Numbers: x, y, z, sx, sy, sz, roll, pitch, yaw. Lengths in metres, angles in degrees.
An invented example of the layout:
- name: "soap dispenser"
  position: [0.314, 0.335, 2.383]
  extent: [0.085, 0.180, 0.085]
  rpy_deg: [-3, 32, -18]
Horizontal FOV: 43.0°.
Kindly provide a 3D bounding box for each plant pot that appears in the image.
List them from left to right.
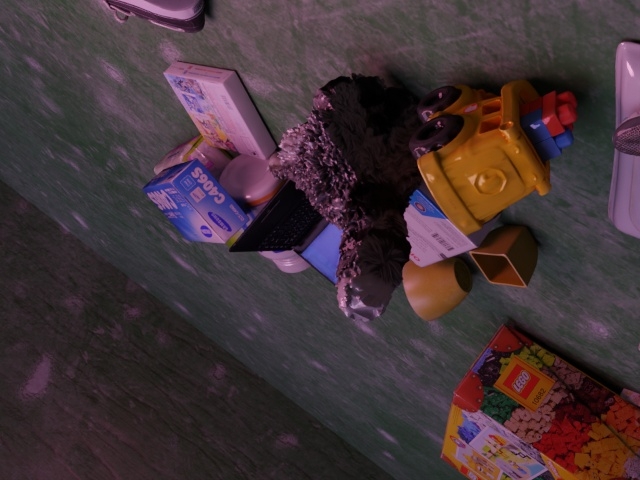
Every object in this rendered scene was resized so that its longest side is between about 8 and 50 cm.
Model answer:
- name: "plant pot"
  position: [0.236, 0.080, 1.574]
  extent: [0.095, 0.134, 0.134]
  rpy_deg: [-21, 121, 35]
- name: "plant pot"
  position: [0.318, 0.019, 1.367]
  extent: [0.081, 0.083, 0.081]
  rpy_deg: [6, 141, 53]

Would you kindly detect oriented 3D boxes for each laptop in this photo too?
- name: "laptop"
  position: [0.000, 0.000, 1.606]
  extent: [0.234, 0.264, 0.136]
  rpy_deg: [-47, 58, 36]

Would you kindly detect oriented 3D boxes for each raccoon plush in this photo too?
- name: "raccoon plush"
  position: [0.002, -0.059, 1.289]
  extent: [0.216, 0.446, 0.299]
  rpy_deg: [30, 146, -15]

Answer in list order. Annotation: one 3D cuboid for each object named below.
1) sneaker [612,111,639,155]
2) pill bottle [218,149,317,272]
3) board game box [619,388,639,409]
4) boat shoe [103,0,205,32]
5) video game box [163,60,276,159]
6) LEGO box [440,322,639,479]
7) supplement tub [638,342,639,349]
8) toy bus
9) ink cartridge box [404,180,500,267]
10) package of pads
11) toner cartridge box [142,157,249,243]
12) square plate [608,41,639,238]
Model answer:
- name: "sneaker"
  position: [0.397, -0.103, 0.906]
  extent: [0.166, 0.076, 0.065]
  rpy_deg: [10, 143, 49]
- name: "pill bottle"
  position: [-0.097, -0.055, 1.756]
  extent: [0.152, 0.152, 0.272]
  rpy_deg: [20, 151, 38]
- name: "board game box"
  position: [0.655, 0.345, 1.553]
  extent: [0.154, 0.026, 0.103]
  rpy_deg: [17, 149, 41]
- name: "boat shoe"
  position: [-0.342, -0.451, 1.434]
  extent: [0.306, 0.113, 0.105]
  rpy_deg: [19, 161, 6]
- name: "video game box"
  position: [-0.203, -0.264, 1.656]
  extent: [0.187, 0.048, 0.205]
  rpy_deg: [16, 149, 38]
- name: "LEGO box"
  position: [0.472, 0.440, 1.746]
  extent: [0.372, 0.193, 0.500]
  rpy_deg: [33, 159, 21]
- name: "supplement tub"
  position: [0.576, 0.178, 1.300]
  extent: [0.107, 0.071, 0.071]
  rpy_deg: [33, 157, 10]
- name: "toy bus"
  position: [0.244, -0.144, 1.089]
  extent: [0.211, 0.220, 0.149]
  rpy_deg: [-26, 118, 28]
- name: "ink cartridge box"
  position: [0.193, -0.044, 1.430]
  extent: [0.148, 0.086, 0.203]
  rpy_deg: [42, 158, -9]
- name: "package of pads"
  position: [-0.235, -0.108, 1.927]
  extent: [0.296, 0.101, 0.229]
  rpy_deg: [45, 157, -18]
- name: "toner cartridge box"
  position: [-0.274, -0.080, 1.732]
  extent: [0.165, 0.075, 0.348]
  rpy_deg: [49, 165, -15]
- name: "square plate"
  position: [0.512, -0.060, 0.980]
  extent: [0.347, 0.049, 0.344]
  rpy_deg: [24, 154, 31]
